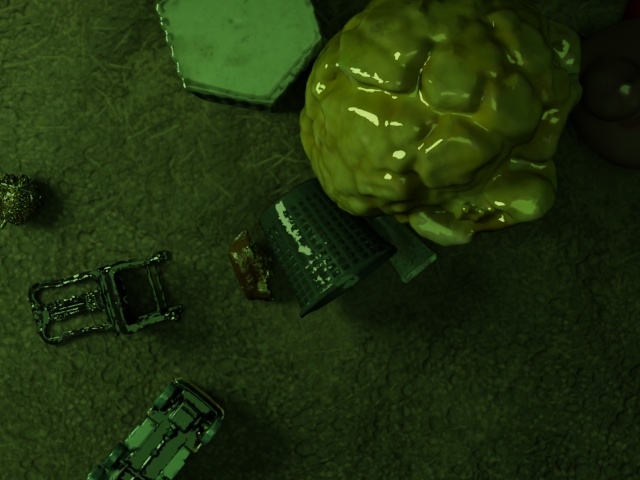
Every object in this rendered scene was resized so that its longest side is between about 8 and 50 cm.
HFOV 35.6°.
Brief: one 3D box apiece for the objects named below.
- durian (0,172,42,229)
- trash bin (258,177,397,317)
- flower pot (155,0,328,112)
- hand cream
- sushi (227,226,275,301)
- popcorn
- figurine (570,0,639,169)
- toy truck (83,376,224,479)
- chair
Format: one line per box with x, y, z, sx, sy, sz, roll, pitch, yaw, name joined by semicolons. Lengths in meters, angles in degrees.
-0.457;-0.058;1.478;0.080;0.080;0.091;25;74;-3;durian
0.000;0.000;1.455;0.175;0.175;0.161;-35;82;3;trash bin
-0.105;-0.297;1.404;0.209;0.189;0.239;-17;94;1;flower pot
0.093;-0.025;1.504;0.067;0.042;0.194;-41;98;2;hand cream
-0.101;0.039;1.504;0.060;0.061;0.118;-23;115;-7;sushi
0.153;-0.185;1.311;0.390;0.354;0.344;18;63;34;popcorn
0.459;-0.215;1.418;0.270;0.261;0.211;-24;122;1;figurine
-0.258;0.324;1.493;0.108;0.140;0.256;39;82;-4;toy truck
-0.328;0.092;1.480;0.229;0.113;0.106;-15;93;-2;chair
